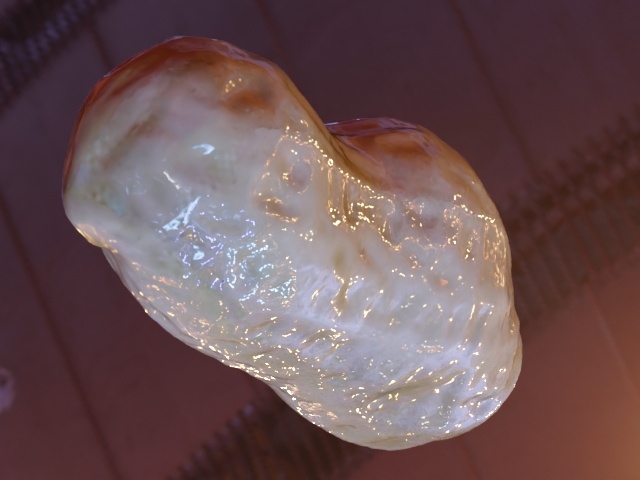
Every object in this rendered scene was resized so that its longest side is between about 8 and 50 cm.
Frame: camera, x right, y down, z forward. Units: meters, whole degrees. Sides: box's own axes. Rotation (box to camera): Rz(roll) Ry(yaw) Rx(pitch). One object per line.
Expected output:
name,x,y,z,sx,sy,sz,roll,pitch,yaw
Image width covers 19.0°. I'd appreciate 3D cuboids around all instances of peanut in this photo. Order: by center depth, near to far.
peanut,0.000,0.000,0.892,0.147,0.319,0.147,-15,-121,27
